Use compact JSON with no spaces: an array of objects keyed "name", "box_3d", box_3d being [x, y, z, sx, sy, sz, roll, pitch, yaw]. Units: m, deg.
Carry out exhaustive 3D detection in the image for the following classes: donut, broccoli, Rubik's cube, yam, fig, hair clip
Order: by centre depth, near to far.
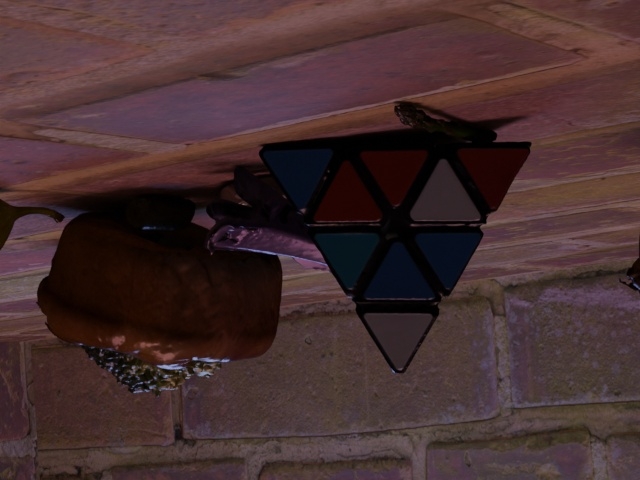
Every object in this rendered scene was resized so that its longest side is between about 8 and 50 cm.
[{"name":"Rubik's cube","box_3d":[0.101,-0.071,1.720,0.234,0.284,0.250,-25,128,35]},{"name":"fig","box_3d":[-0.372,-0.020,1.863,0.093,0.093,0.166,-9,-168,31]},{"name":"hair clip","box_3d":[-0.006,-0.011,1.873,0.278,0.090,0.137,14,130,-31]},{"name":"yam","box_3d":[-0.189,-0.032,2.005,0.043,0.043,0.094,-9,171,35]},{"name":"donut","box_3d":[-0.192,0.060,2.059,0.299,0.150,0.317,13,-173,-8]},{"name":"broccoli","box_3d":[-0.250,0.105,2.441,0.260,0.235,0.288,-1,-151,-22]}]

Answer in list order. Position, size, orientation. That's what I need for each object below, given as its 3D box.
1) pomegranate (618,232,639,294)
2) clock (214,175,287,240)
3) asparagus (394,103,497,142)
[{"name":"pomegranate","box_3d":[0.478,0.029,1.813,0.338,0.338,0.338,-5,174,-1]},{"name":"clock","box_3d":[-0.046,-0.039,1.975,0.151,0.062,0.191,-4,173,-7]},{"name":"asparagus","box_3d":[0.123,-0.111,1.634,0.022,0.023,0.233,-54,158,13]}]
